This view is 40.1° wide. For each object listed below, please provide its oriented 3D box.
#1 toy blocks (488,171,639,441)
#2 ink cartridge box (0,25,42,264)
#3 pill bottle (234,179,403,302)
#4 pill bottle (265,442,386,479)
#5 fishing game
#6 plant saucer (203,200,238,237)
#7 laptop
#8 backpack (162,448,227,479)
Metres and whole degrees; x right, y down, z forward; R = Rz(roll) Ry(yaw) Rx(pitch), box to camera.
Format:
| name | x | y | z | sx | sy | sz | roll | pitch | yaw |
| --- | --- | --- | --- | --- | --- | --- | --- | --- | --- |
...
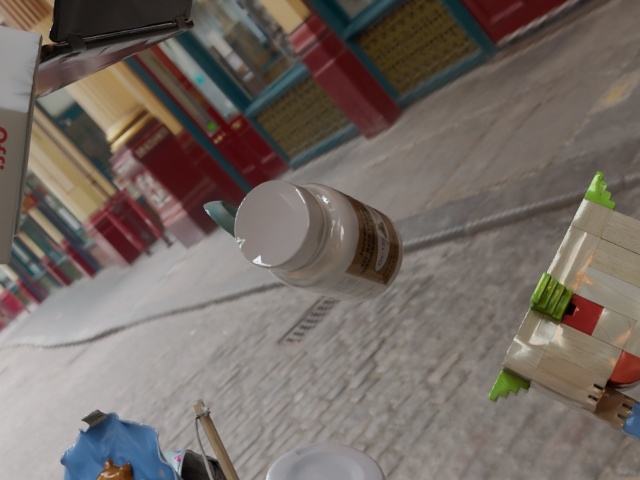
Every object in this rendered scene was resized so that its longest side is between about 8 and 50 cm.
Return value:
| name | x | y | z | sx | sy | sz | roll | pitch | yaw |
| --- | --- | --- | --- | --- | --- | --- | --- | --- | --- |
| toy blocks | 0.454 | 0.125 | 1.314 | 0.381 | 0.260 | 0.191 | -62 | -19 | -9 |
| ink cartridge box | -0.288 | -0.078 | 0.599 | 0.127 | 0.176 | 0.128 | -105 | 30 | -52 |
| pill bottle | 0.000 | 0.000 | 1.087 | 0.131 | 0.131 | 0.229 | -38 | -26 | 18 |
| pill bottle | 0.006 | 0.411 | 1.121 | 0.152 | 0.272 | 0.152 | 0 | 24 | 0 |
| fishing game | -0.140 | 0.218 | 0.639 | 0.264 | 0.189 | 0.041 | -33 | -12 | 38 |
| plant saucer | -0.122 | -0.025 | 1.322 | 0.021 | 0.119 | 0.119 | -52 | 9 | 8 |
| laptop | -0.305 | -0.321 | 1.018 | 0.407 | 0.236 | 0.382 | -20 | 11 | 18 |
| backpack | -0.217 | 0.418 | 1.266 | 0.191 | 0.225 | 0.253 | -9 | -23 | 2 |
